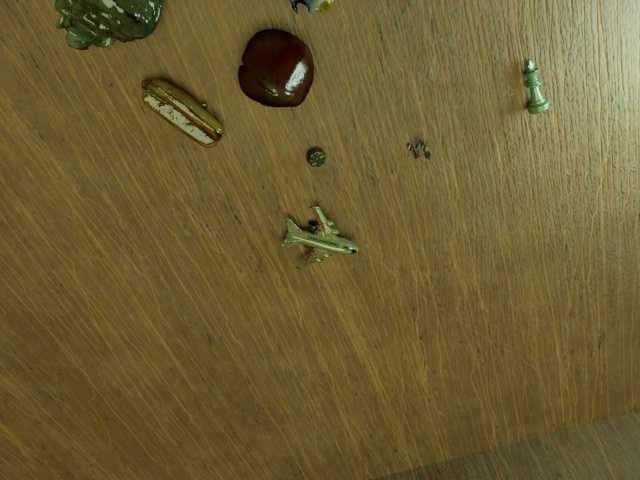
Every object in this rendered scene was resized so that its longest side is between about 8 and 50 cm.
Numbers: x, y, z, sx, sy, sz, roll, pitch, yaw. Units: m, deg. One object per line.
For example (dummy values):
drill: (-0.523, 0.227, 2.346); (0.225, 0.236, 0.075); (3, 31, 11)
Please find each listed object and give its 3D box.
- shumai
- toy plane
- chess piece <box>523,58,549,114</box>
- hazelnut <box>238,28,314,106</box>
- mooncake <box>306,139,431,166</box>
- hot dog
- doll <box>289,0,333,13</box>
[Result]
shumai: (-0.518, -0.563, 1.237); (0.218, 0.189, 0.255); (-27, 131, 37)
toy plane: (0.000, 0.000, 1.666); (0.244, 0.092, 0.229); (9, 119, -11)
chess piece: (0.588, -0.428, 1.464); (0.059, 0.059, 0.149); (-22, 116, 9)
hazelnut: (-0.112, -0.416, 1.322); (0.208, 0.208, 0.208); (-2, 123, -3)
mooncake: (0.138, -0.252, 1.544); (0.346, 0.057, 0.150); (-16, 136, 13)
hot dog: (-0.369, -0.350, 1.425); (0.250, 0.076, 0.104); (36, 133, -20)
doll: (-0.105, -0.641, 1.216); (0.313, 0.141, 0.177); (21, 103, -21)
